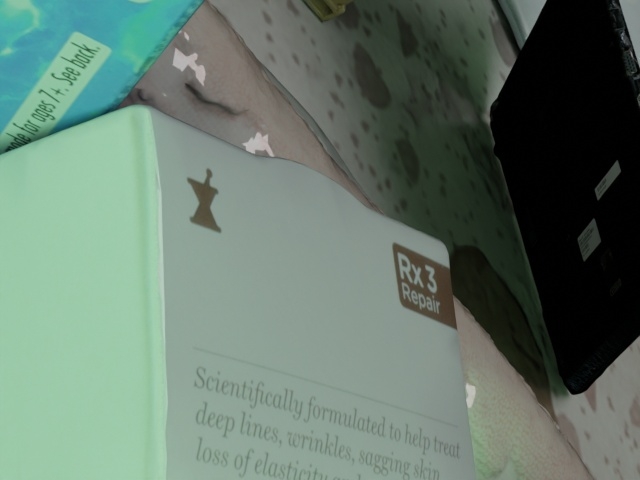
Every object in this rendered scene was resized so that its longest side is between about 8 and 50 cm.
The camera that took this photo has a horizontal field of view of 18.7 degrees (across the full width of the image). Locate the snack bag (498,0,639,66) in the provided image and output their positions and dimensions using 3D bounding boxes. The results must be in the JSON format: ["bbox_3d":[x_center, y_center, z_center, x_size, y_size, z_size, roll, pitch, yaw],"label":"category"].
[{"bbox_3d":[0.149,-0.252,1.290,0.323,0.037,0.342,-20,87,-62],"label":"snack bag"}]

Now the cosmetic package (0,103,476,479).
[{"bbox_3d":[-0.091,0.053,0.447,0.117,0.231,0.085,21,58,-52],"label":"cosmetic package"}]

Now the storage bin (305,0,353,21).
[{"bbox_3d":[0.040,-0.269,0.884,0.260,0.262,0.123,47,36,-32],"label":"storage bin"}]

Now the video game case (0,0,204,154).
[{"bbox_3d":[-0.140,-0.098,0.371,0.244,0.269,0.061,31,59,-12],"label":"video game case"}]

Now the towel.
[{"bbox_3d":[0.000,0.000,0.680,0.332,0.053,0.317,50,3,-30],"label":"towel"}]

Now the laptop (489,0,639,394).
[{"bbox_3d":[0.176,-0.084,0.986,0.234,0.136,0.264,107,-30,-71],"label":"laptop"}]
